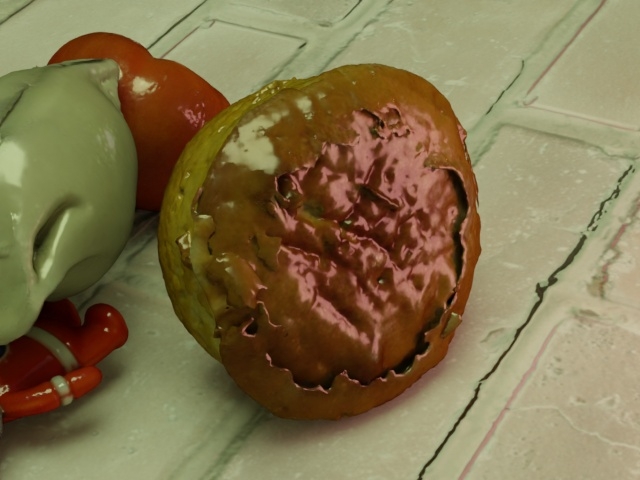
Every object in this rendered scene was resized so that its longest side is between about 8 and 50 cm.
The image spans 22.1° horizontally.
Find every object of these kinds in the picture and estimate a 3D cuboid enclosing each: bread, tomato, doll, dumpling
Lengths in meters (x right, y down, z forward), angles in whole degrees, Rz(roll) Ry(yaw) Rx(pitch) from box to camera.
[{"bbox_3d":[-0.003,0.000,1.667,0.358,0.337,0.204,-28,18,-32],"label":"bread"},{"bbox_3d":[-0.224,-0.136,1.940,0.259,0.260,0.180,19,80,28],"label":"tomato"},{"bbox_3d":[-0.346,0.157,1.632,0.199,0.105,0.336,9,35,40],"label":"doll"},{"bbox_3d":[-0.344,-0.050,1.707,0.315,0.233,0.395,-11,47,25],"label":"dumpling"}]
